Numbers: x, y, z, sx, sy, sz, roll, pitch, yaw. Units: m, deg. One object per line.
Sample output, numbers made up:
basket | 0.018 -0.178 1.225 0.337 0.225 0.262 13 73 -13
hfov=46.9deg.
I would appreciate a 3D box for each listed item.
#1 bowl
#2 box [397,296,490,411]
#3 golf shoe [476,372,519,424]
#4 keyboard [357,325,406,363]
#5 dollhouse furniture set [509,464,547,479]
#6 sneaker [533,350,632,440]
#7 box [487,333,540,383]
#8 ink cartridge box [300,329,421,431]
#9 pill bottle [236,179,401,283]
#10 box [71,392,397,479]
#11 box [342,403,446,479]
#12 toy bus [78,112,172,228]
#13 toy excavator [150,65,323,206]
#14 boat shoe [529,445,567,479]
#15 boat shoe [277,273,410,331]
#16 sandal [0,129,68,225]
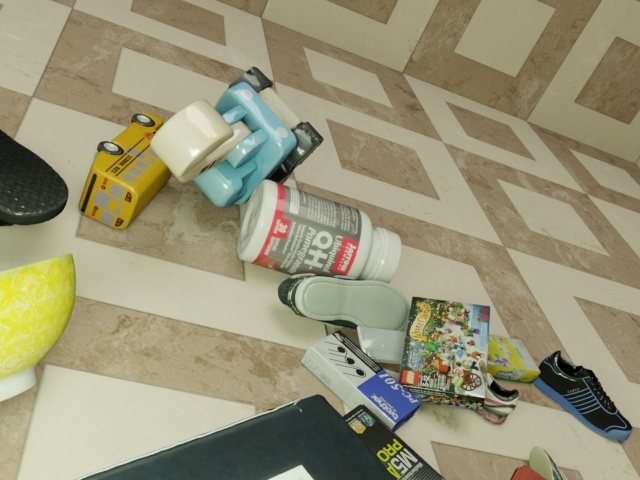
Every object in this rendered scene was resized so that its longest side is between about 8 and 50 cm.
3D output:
bowl | -0.444 0.129 0.950 0.289 0.289 0.156 -22 97 -54
box | 0.241 0.213 1.427 0.159 0.044 0.233 7 42 10
golf shoe | 0.296 0.277 1.442 0.186 0.086 0.067 29 30 5
keyboard | 0.182 0.216 1.483 0.256 0.014 0.072 11 50 -33
dollhouse furniture set | 0.217 0.476 0.926 0.152 0.201 0.374 37 29 17
sneaker | 0.573 0.331 1.580 0.232 0.090 0.081 34 29 13
box | 0.378 0.251 1.598 0.179 0.043 0.105 15 31 -26
ink cartridge box | 0.072 0.255 1.329 0.207 0.046 0.097 40 32 22
pill bottle | 0.000 0.000 1.549 0.319 0.176 0.176 17 30 -17
box | -0.113 0.365 0.625 0.293 0.395 0.212 -7 43 -48
box | 0.059 0.380 1.098 0.216 0.060 0.270 39 31 22
toy bus | -0.390 -0.156 1.546 0.130 0.108 0.332 26 28 -4
toy excavator | -0.196 -0.179 1.497 0.222 0.433 0.445 47 50 0
boat shoe | 0.421 0.433 1.329 0.043 0.049 0.137 15 33 -28
boat shoe | 0.052 0.121 1.469 0.302 0.114 0.091 22 -8 -38
sandal | -0.589 -0.112 1.337 0.167 0.107 0.446 -4 29 -42
